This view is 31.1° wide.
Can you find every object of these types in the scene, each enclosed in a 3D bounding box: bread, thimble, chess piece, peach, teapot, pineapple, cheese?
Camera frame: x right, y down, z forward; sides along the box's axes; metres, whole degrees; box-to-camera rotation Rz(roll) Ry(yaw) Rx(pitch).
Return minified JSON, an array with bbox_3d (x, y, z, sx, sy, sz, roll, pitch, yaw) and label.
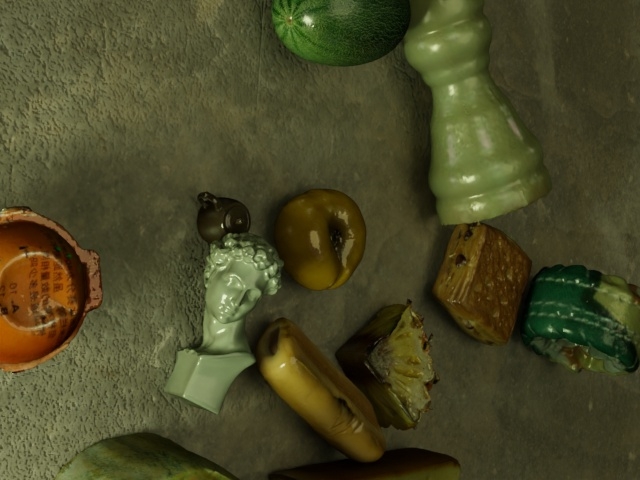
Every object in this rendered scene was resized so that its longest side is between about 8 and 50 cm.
[{"bbox_3d":[-0.002,0.254,1.904,0.091,0.142,0.305,-37,123,7],"label":"bread"},{"bbox_3d":[0.547,0.170,2.378,0.288,0.254,0.167,55,52,-64],"label":"thimble"},{"bbox_3d":[0.265,-0.268,2.122,0.234,0.234,0.442,-31,108,-42],"label":"chess piece"},{"bbox_3d":[0.086,0.416,1.974,0.361,0.138,0.077,1,91,-46],"label":"bread"},{"bbox_3d":[0.311,0.079,2.245,0.235,0.099,0.211,36,67,-46],"label":"bread"},{"bbox_3d":[0.000,0.000,1.916,0.179,0.103,0.179,-4,95,-46],"label":"peach"},{"bbox_3d":[-0.147,-0.035,1.787,0.121,0.068,0.076,51,56,-33],"label":"teapot"},{"bbox_3d":[0.117,0.220,2.048,0.186,0.114,0.237,11,72,-45],"label":"pineapple"},{"bbox_3d":[-0.429,0.071,1.457,0.329,0.129,0.217,-10,101,-34],"label":"cheese"}]

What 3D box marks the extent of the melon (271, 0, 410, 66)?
[{"bbox_3d":[0.044,-0.379,1.909,0.287,0.182,0.182,-8,95,-48],"label":"melon"}]

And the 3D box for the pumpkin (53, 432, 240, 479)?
[{"bbox_3d":[-0.221,0.440,1.620,0.332,0.199,0.332,5,83,-47],"label":"pumpkin"}]

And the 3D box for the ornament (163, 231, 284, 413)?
[{"bbox_3d":[-0.144,0.125,1.747,0.120,0.130,0.285,17,97,-34],"label":"ornament"}]
